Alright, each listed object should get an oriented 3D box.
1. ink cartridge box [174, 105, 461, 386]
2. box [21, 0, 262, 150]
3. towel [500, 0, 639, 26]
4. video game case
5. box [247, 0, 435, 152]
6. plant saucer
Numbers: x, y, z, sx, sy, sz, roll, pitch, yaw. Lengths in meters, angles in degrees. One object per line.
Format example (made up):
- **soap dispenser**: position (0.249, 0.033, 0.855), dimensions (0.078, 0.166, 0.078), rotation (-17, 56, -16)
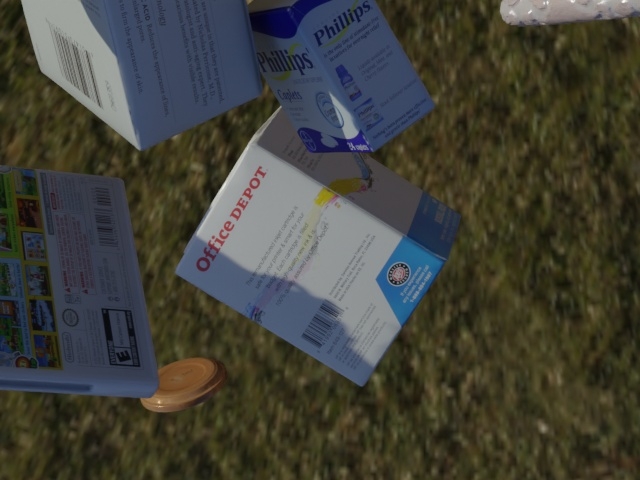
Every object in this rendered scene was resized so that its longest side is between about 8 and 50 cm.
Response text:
- **ink cartridge box**: position (0.000, 0.000, 1.909), dimensions (0.233, 0.168, 0.171), rotation (32, 111, -2)
- **box**: position (-0.152, -0.198, 1.446), dimensions (0.119, 0.181, 0.182), rotation (-27, 129, -23)
- **towel**: position (0.395, -0.283, 1.813), dimensions (0.332, 0.317, 0.053), rotation (0, 110, 54)
- **video game case**: position (-0.247, 0.028, 1.497), dimensions (0.206, 0.227, 0.026), rotation (6, 138, -24)
- **box**: position (0.008, -0.145, 1.476), dimensions (0.072, 0.126, 0.137), rotation (-37, 106, -19)
- **plant saucer**: position (-0.127, 0.130, 1.676), dimensions (0.083, 0.083, 0.013), rotation (-12, 114, 9)
